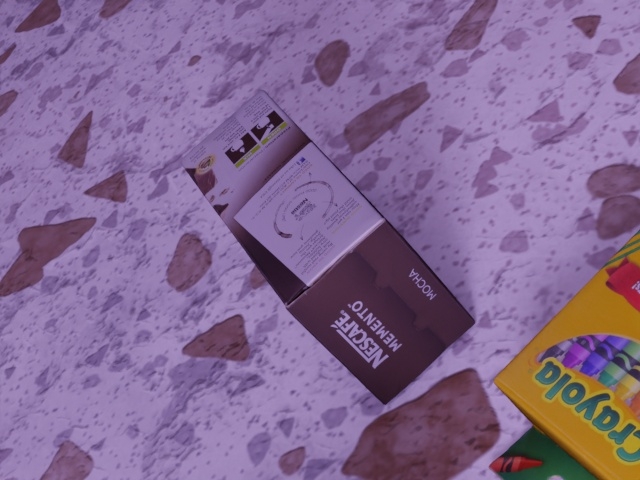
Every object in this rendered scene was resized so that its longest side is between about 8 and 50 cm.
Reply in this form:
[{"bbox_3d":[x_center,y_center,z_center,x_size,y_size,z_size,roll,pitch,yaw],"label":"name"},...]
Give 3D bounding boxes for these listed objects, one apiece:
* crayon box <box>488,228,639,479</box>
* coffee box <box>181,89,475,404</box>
[{"bbox_3d":[0.279,0.097,1.165,0.318,0.081,0.202,-46,37,-4],"label":"crayon box"},{"bbox_3d":[0.000,0.000,1.439,0.119,0.168,0.297,-42,36,1],"label":"coffee box"}]
